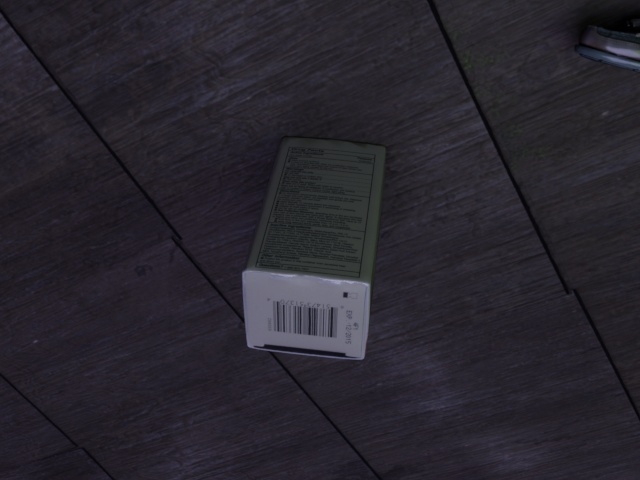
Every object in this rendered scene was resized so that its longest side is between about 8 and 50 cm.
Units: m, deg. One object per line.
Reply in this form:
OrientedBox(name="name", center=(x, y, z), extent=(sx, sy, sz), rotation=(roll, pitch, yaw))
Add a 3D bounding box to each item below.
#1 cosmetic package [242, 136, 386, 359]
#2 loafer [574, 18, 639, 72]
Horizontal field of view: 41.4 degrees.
OrientedBox(name="cosmetic package", center=(0.000, 0.000, 1.089), extent=(0.153, 0.296, 0.129), rotation=(6, 129, 6))
OrientedBox(name="loafer", center=(0.433, -0.228, 0.993), extent=(0.268, 0.096, 0.084), rotation=(10, 108, -8))
